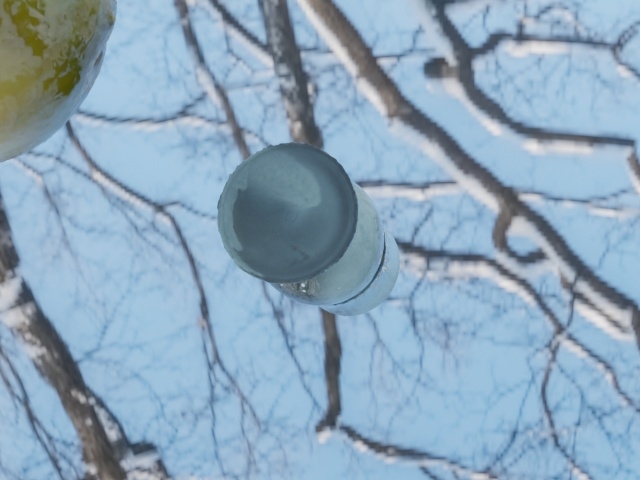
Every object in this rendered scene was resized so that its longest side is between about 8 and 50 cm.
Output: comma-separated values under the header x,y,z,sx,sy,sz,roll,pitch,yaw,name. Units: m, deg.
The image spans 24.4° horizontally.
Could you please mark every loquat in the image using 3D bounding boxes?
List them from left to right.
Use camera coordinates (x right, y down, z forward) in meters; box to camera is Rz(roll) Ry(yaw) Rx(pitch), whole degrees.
x,y,z,sx,sy,sz,roll,pitch,yaw,name
-0.274,-0.152,1.050,0.246,0.213,0.213,-25,-126,-10,loquat

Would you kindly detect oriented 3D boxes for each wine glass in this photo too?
x,y,z,sx,sy,sz,roll,pitch,yaw,name
0.000,0.000,1.132,0.103,0.231,0.103,-2,-99,11,wine glass
